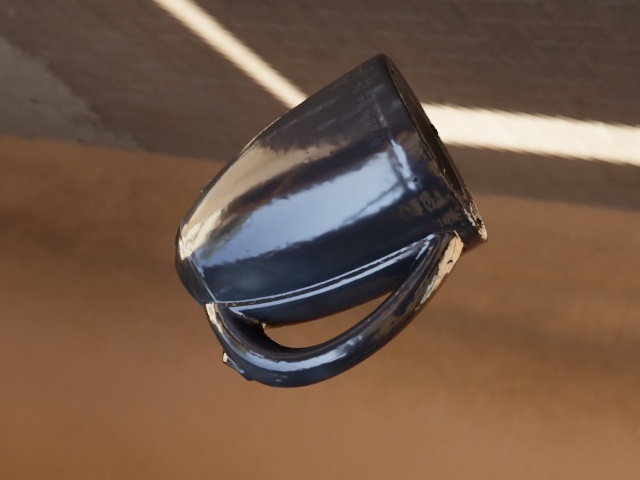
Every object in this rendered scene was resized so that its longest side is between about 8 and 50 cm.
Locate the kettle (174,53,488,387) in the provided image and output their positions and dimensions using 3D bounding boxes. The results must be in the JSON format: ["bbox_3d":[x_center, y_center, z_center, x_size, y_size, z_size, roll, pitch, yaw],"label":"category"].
[{"bbox_3d":[0.000,0.000,1.256,0.207,0.290,0.268,49,-165,-54],"label":"kettle"}]
